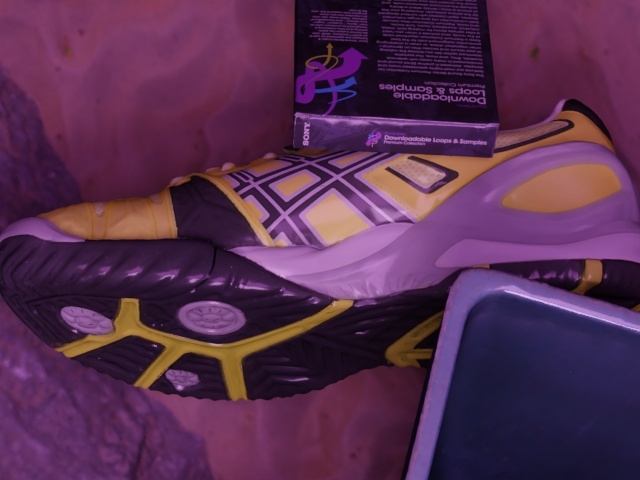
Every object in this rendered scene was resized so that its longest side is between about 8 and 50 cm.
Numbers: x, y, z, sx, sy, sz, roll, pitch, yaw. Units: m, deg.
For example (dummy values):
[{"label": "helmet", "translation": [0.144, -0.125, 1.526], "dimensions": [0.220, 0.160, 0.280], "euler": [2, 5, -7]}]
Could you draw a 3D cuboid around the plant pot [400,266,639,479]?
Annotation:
[{"label": "plant pot", "translation": [0.145, 0.195, 1.092], "dimensions": [0.247, 0.252, 0.247], "euler": [16, 69, -1]}]

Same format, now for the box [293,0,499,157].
[{"label": "box", "translation": [0.042, -0.109, 1.168], "dimensions": [0.116, 0.162, 0.029], "euler": [3, 129, -2]}]

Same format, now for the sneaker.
[{"label": "sneaker", "translation": [0.000, 0.000, 1.183], "dimensions": [0.385, 0.145, 0.147], "euler": [-1, 59, 0]}]
